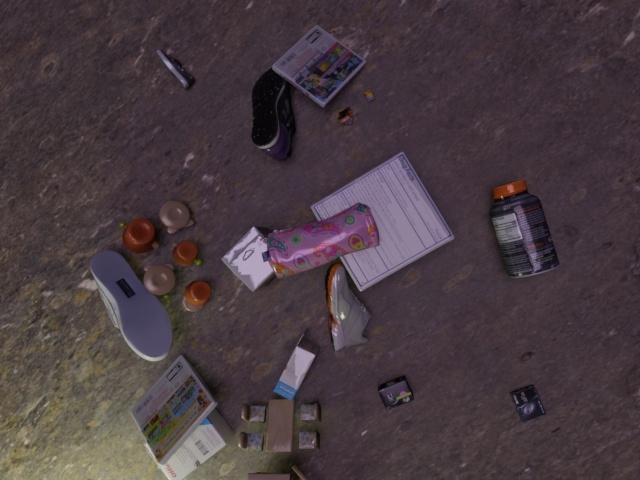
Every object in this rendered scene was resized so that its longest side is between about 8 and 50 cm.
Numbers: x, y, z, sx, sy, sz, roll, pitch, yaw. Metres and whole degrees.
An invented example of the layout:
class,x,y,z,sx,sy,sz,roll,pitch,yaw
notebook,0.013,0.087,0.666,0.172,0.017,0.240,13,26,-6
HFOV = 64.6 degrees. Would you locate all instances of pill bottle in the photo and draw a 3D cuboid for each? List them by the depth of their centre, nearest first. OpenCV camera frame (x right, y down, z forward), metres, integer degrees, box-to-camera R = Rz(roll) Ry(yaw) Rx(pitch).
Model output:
class,x,y,z,sx,sy,sz,roll,pitch,yaw
pill bottle,0.530,-0.034,1.339,0.131,0.130,0.245,-16,89,7

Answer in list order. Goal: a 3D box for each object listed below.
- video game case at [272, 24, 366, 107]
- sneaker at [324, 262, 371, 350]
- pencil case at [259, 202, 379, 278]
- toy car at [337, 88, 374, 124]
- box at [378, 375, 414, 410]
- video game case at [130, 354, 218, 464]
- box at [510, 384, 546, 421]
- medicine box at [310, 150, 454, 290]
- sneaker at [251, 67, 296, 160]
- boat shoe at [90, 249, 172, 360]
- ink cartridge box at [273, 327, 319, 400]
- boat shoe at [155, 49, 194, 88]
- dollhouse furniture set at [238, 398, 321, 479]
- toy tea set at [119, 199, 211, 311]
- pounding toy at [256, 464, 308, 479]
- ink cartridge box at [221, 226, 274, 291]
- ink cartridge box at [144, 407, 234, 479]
class,x,y,z,sx,sy,sz,roll,pitch,yaw
video game case,-0.001,-0.489,1.412,0.183,0.023,0.201,38,69,5
sneaker,0.079,0.179,1.401,0.121,0.099,0.262,-7,114,-6
pencil case,0.000,0.000,1.246,0.285,0.124,0.124,-18,88,2
toy car,0.105,-0.368,1.426,0.122,0.060,0.040,-33,118,12
box,0.211,0.426,1.419,0.083,0.052,0.062,-25,88,8
video game case,-0.421,0.476,1.443,0.227,0.026,0.206,-48,52,-3
box,0.571,0.448,1.394,0.067,0.018,0.083,-22,88,6
medicine box,0.166,-0.049,1.372,0.290,0.149,0.263,-30,87,6
sneaker,-0.124,-0.357,1.438,0.107,0.124,0.283,-7,65,27
boat shoe,-0.550,0.208,1.462,0.136,0.156,0.367,-31,71,-33
ink cartridge box,-0.056,0.344,1.423,0.062,0.104,0.181,27,94,5
boat shoe,-0.428,-0.510,1.493,0.040,0.049,0.142,-40,87,-13
dollhouse furniture set,-0.115,0.547,1.360,0.213,0.161,0.241,-3,61,7
toy tea set,-0.445,0.058,1.481,0.200,0.124,0.335,-19,85,-25
pounding toy,-0.088,0.717,1.442,0.206,0.094,0.180,6,85,-2
ink cartridge box,-0.167,0.048,1.398,0.128,0.176,0.127,-45,85,5
ink cartridge box,-0.379,0.578,1.472,0.203,0.086,0.148,-39,85,6
